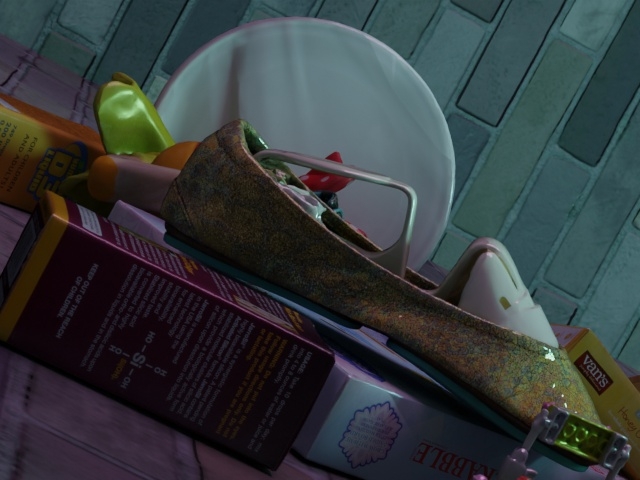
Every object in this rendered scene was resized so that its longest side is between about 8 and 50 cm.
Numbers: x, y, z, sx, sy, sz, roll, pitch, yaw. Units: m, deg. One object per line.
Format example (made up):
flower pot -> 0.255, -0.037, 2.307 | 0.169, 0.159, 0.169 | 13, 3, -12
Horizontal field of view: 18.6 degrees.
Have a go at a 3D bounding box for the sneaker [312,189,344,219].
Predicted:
sneaker -> 0.000, 0.000, 1.489 | 0.065, 0.076, 0.166 | 32, 5, 35

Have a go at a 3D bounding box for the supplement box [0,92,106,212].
supplement box -> -0.257, -0.075, 1.613 | 0.080, 0.078, 0.233 | 31, 6, 32

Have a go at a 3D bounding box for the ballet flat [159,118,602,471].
ballet flat -> 0.059, 0.028, 1.308 | 0.348, 0.123, 0.123 | 29, 5, 6

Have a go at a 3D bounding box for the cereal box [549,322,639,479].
cereal box -> 0.196, 0.139, 1.532 | 0.173, 0.047, 0.240 | 51, -13, -11

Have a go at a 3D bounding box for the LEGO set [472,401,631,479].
LEGO set -> 0.141, 0.163, 1.180 | 0.132, 0.107, 0.287 | 31, 5, 31

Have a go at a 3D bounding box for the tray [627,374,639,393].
tray -> 0.537, 0.237, 2.139 | 0.411, 0.076, 0.203 | 30, -33, -33

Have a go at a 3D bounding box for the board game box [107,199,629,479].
board game box -> 0.028, 0.102, 1.431 | 0.318, 0.066, 0.318 | 25, 6, -40

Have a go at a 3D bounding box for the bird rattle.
bird rattle -> -0.089, -0.030, 1.566 | 0.253, 0.143, 0.207 | 21, 7, 7

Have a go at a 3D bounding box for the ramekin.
ramekin -> -0.024, -0.056, 1.730 | 0.273, 0.273, 0.127 | 28, -6, -1

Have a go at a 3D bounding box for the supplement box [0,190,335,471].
supplement box -> -0.096, 0.052, 1.158 | 0.188, 0.081, 0.104 | 27, 4, -13
